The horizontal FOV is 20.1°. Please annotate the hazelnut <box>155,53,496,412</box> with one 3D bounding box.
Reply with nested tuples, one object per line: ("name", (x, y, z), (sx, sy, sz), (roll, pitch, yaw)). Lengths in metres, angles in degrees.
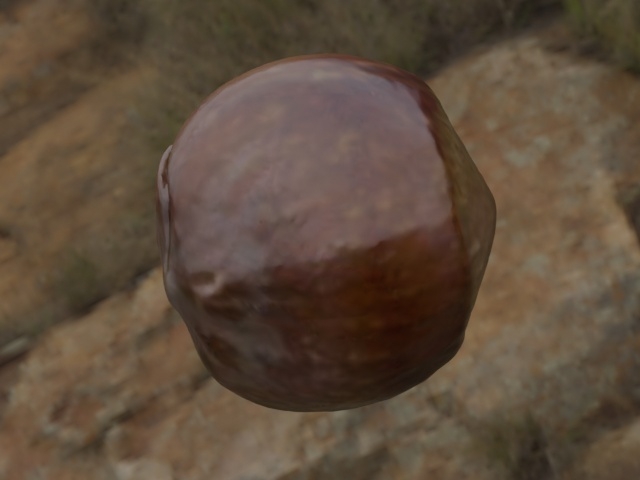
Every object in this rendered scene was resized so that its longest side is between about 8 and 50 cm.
("hazelnut", (0.000, 0.000, 0.754), (0.143, 0.154, 0.143), (-5, 28, 2))
